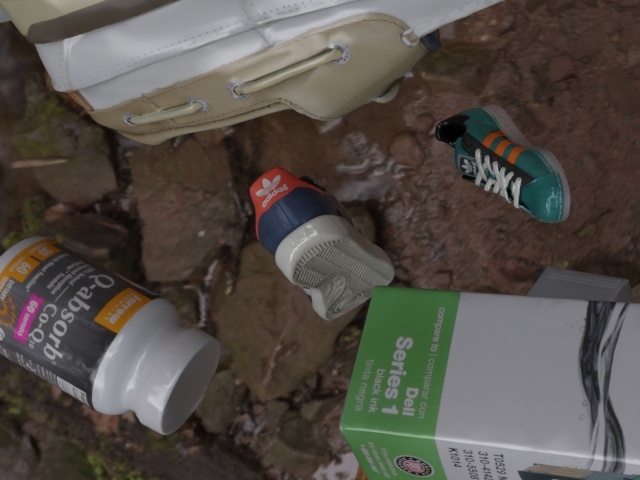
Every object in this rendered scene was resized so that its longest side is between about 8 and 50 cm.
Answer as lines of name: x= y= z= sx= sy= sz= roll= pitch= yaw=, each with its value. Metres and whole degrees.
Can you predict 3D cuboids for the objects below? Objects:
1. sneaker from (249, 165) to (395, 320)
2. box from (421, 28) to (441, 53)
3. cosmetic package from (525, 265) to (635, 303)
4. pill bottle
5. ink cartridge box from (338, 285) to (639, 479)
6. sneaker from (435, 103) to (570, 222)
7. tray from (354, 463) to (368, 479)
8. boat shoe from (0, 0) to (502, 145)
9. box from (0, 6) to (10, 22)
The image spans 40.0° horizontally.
sneaker: x=0.000 y=0.000 z=1.178 sx=0.131 sy=0.350 sz=0.148 roll=-34 pitch=68 yaw=-1
box: x=0.101 y=-0.377 z=1.485 sx=0.183 sy=0.232 sz=0.059 roll=-23 pitch=136 yaw=27
cosmetic package: x=0.365 y=0.158 z=1.188 sx=0.127 sy=0.107 sz=0.238 roll=12 pitch=135 yaw=44
pill bottle: x=-0.276 y=0.119 z=1.097 sx=0.278 sy=0.162 sz=0.162 roll=25 pitch=111 yaw=14
ink cartridge box: x=0.141 y=0.108 z=0.479 sx=0.219 sy=0.092 sz=0.160 roll=3 pitch=145 yaw=22
sneaker: x=0.286 y=-0.116 z=1.415 sx=0.121 sy=0.302 sz=0.108 roll=-14 pitch=128 yaw=-12
tray: x=0.250 y=0.433 z=1.345 sx=0.411 sy=0.076 sz=0.203 roll=13 pitch=81 yaw=17
boat shoe: x=0.006 y=-0.118 z=0.399 sx=0.302 sy=0.113 sz=0.103 roll=-6 pitch=135 yaw=23
box: x=-0.311 y=-0.257 z=0.718 sx=0.170 sy=0.130 sz=0.091 roll=50 pitch=145 yaw=30
